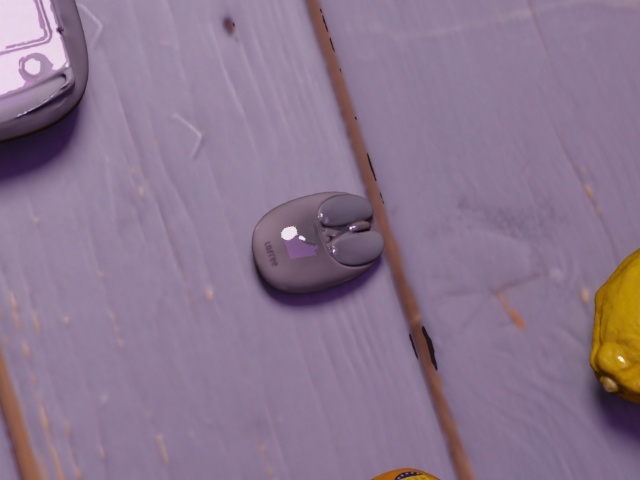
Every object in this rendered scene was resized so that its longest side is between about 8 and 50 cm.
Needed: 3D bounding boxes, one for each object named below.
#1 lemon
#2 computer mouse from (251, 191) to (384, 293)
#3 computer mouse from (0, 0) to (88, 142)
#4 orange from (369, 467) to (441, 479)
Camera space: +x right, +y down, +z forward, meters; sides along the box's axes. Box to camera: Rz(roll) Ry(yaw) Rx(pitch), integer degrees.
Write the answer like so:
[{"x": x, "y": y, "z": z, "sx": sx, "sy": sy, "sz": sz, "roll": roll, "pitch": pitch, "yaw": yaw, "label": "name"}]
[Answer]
[{"x": 0.252, "y": 0.054, "z": 1.025, "sx": 0.155, "sy": 0.114, "sz": 0.114, "roll": -34, "pitch": 89, "yaw": -16, "label": "lemon"}, {"x": 0.000, "y": 0.000, "z": 0.999, "sx": 0.096, "sy": 0.039, "sz": 0.066, "roll": -15, "pitch": 83, "yaw": -19, "label": "computer mouse"}, {"x": -0.253, "y": -0.205, "z": 0.951, "sx": 0.158, "sy": 0.072, "sz": 0.310, "roll": -17, "pitch": 83, "yaw": -18, "label": "computer mouse"}, {"x": 0.055, "y": 0.189, "z": 0.954, "sx": 0.083, "sy": 0.083, "sz": 0.084, "roll": 4, "pitch": 77, "yaw": -16, "label": "orange"}]
